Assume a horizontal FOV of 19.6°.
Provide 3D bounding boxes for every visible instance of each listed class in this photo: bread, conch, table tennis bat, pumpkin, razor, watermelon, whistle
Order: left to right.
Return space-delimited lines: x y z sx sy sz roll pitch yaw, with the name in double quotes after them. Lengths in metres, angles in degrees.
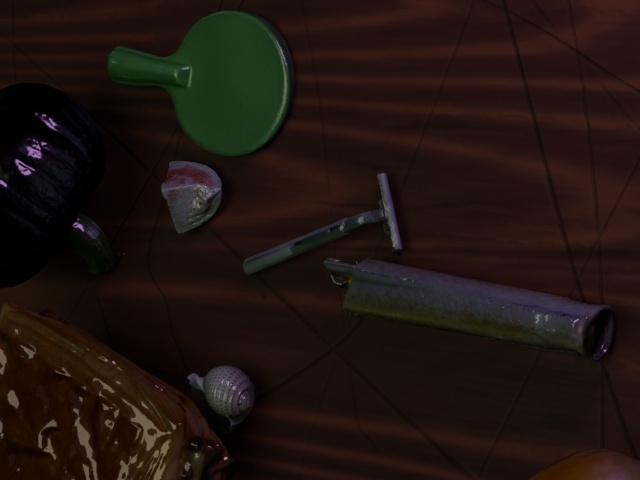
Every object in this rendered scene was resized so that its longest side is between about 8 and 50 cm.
-0.328 -0.044 2.120 0.248 0.248 0.248 -1 89 38 "pumpkin"
-0.248 0.241 2.064 0.324 0.167 0.277 30 107 25 "bread"
-0.147 -0.053 2.053 0.085 0.061 0.085 1 91 48 "watermelon"
-0.134 -0.181 2.065 0.257 0.039 0.160 12 98 33 "table tennis bat"
-0.103 0.169 2.020 0.085 0.057 0.076 39 141 51 "conch"
-0.005 0.000 1.957 0.211 0.036 0.084 -20 75 36 "razor"
0.137 0.062 1.826 0.326 0.068 0.057 11 55 39 "whistle"

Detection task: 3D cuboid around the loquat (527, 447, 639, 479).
0.238 0.298 1.668 0.179 0.179 0.227 28 92 35 "loquat"
